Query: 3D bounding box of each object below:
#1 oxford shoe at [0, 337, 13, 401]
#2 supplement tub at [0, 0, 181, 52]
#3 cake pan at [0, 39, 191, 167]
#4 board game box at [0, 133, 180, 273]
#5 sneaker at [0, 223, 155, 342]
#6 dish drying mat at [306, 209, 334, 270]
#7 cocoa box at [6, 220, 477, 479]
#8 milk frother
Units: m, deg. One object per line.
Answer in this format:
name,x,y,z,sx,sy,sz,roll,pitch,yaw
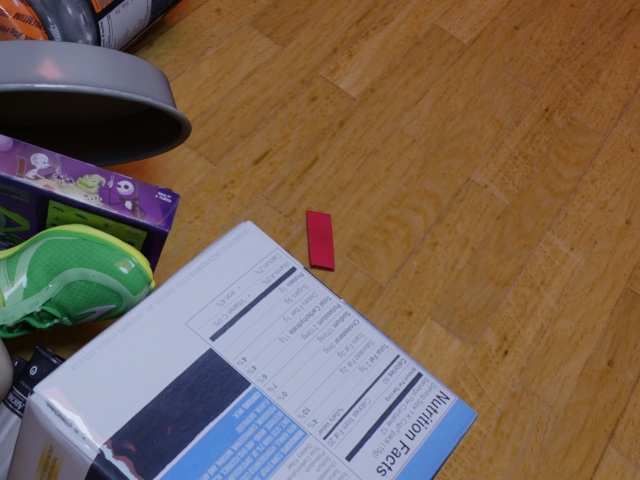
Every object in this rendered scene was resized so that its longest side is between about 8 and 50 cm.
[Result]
oxford shoe,-0.285,-0.031,0.635,0.348,0.123,0.130,45,42,14
supplement tub,-0.298,-0.299,1.203,0.207,0.207,0.338,32,46,4
cake pan,-0.275,-0.128,1.026,0.293,0.293,0.054,1,79,-23
board game box,-0.318,-0.037,0.985,0.346,0.208,0.056,19,57,-9
sneaker,-0.291,0.064,0.939,0.295,0.109,0.123,-7,43,8
dish drying mat,0.000,0.000,1.228,0.032,0.008,0.083,10,49,-17
cocoa box,-0.086,0.207,0.792,0.228,0.347,0.231,39,48,10
milk frother,-0.237,0.181,0.927,0.143,0.129,0.135,39,80,-28
